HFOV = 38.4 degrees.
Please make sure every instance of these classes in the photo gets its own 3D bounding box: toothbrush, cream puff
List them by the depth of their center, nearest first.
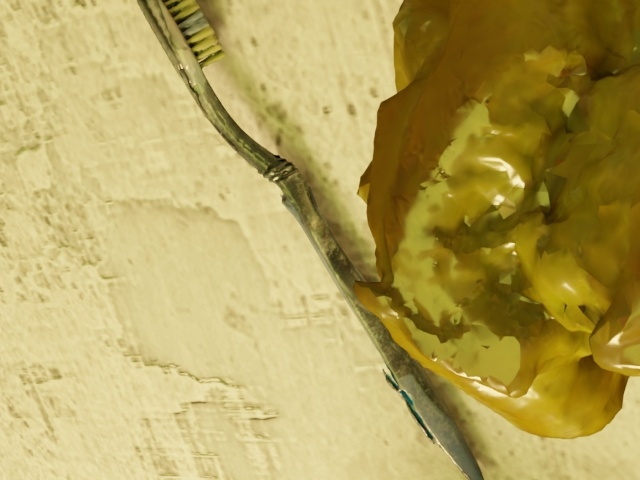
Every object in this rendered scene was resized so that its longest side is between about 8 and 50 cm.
[{"bbox_3d":[0.166,-0.038,0.376,0.324,0.257,0.291,21,123,28],"label":"cream puff"},{"bbox_3d":[0.000,0.000,0.620,0.042,0.035,0.413,-32,96,1],"label":"toothbrush"}]
